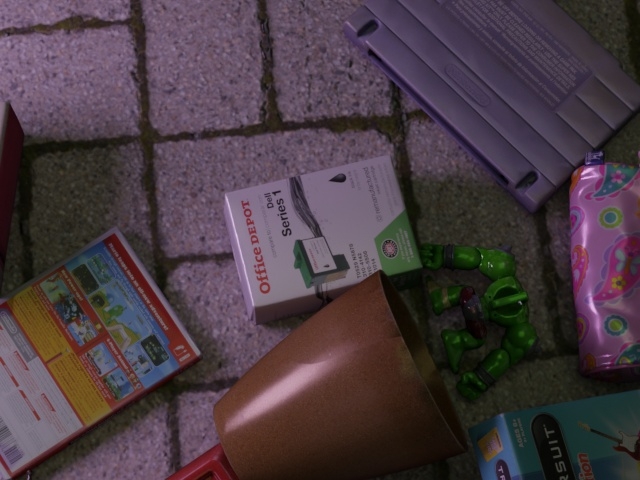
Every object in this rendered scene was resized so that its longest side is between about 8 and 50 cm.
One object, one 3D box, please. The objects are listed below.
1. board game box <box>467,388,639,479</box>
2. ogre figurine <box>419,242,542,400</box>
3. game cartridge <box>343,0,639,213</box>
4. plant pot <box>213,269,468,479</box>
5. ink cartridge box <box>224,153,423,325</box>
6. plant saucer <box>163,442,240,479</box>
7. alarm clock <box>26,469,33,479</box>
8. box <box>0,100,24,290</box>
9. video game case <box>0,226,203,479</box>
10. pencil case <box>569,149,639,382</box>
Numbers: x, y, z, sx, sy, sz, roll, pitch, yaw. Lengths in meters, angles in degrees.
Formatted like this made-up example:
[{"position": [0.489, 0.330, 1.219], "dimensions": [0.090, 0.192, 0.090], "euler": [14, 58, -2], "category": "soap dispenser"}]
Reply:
[{"position": [0.361, 0.307, 1.745], "dimensions": [0.336, 0.079, 0.253], "euler": [-6, 73, -30], "category": "board game box"}, {"position": [0.202, 0.089, 1.862], "dimensions": [0.118, 0.097, 0.197], "euler": [-16, 64, 6], "category": "ogre figurine"}, {"position": [0.233, -0.233, 1.973], "dimensions": [0.230, 0.068, 0.355], "euler": [-42, 79, -16], "category": "game cartridge"}, {"position": [0.011, 0.194, 1.779], "dimensions": [0.254, 0.237, 0.237], "euler": [-26, 76, 8], "category": "plant pot"}, {"position": [0.000, 0.000, 1.881], "dimensions": [0.219, 0.092, 0.160], "euler": [-14, 75, -6], "category": "ink cartridge box"}, {"position": [-0.152, 0.397, 1.762], "dimensions": [0.258, 0.047, 0.259], "euler": [-33, 65, -10], "category": "plant saucer"}, {"position": [-0.330, 0.376, 1.753], "dimensions": [0.129, 0.064, 0.192], "euler": [-45, 54, 15], "category": "alarm clock"}, {"position": [-0.465, -0.053, 1.865], "dimensions": [0.149, 0.127, 0.232], "euler": [6, 75, 0], "category": "box"}, {"position": [-0.320, 0.140, 1.868], "dimensions": [0.285, 0.025, 0.204], "euler": [-33, 77, -10], "category": "video game case"}, {"position": [0.376, 0.036, 1.867], "dimensions": [0.124, 0.124, 0.284], "euler": [2, 75, -1], "category": "pencil case"}]
